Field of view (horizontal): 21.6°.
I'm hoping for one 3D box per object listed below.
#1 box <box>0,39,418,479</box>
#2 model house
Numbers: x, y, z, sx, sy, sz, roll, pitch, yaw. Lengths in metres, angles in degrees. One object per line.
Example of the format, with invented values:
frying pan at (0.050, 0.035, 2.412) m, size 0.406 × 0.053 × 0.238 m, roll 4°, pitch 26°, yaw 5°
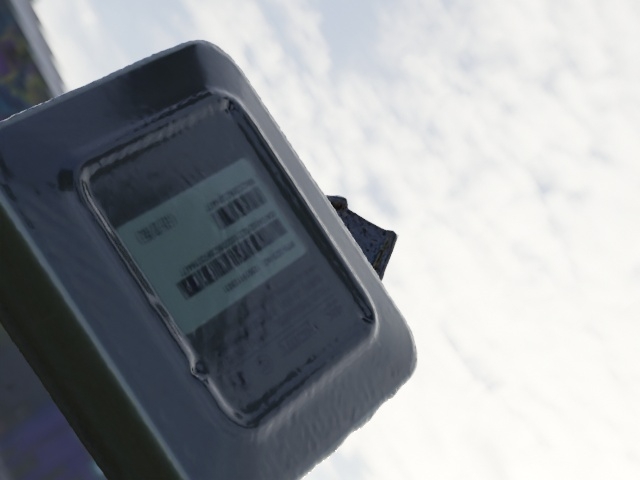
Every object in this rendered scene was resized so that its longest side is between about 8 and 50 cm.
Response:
box at (-0.110, 0.034, 1.493) m, size 0.111 × 0.396 × 0.396 m, roll -33°, pitch -88°, yaw 36°
model house at (-0.001, 0.000, 1.834) m, size 0.152 × 0.106 × 0.165 m, roll 33°, pitch -7°, yaw -10°
